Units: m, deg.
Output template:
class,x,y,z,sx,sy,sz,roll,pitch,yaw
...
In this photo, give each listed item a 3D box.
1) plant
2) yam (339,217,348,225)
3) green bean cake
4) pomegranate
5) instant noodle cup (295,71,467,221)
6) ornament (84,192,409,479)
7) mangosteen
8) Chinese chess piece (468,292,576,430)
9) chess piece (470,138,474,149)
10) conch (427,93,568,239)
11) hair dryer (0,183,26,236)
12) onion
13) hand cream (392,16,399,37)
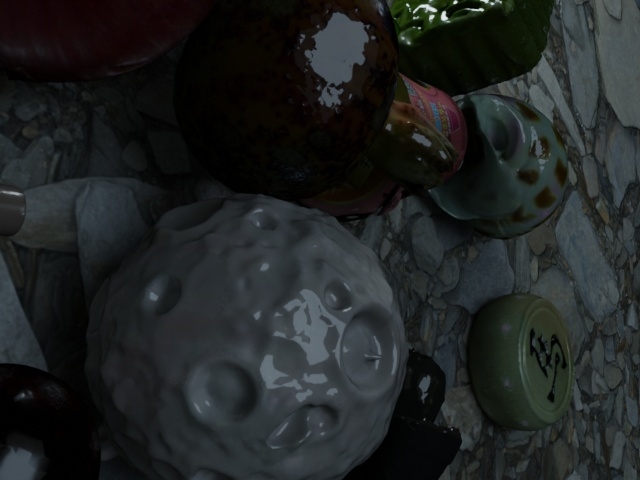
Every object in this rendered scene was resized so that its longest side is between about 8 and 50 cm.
class,x,y,z,sx,sy,sz,roll,pitch,yaw
plant,0.096,0.272,1.102,0.142,0.164,0.255,24,79,-39
yam,0.000,0.000,1.148,0.033,0.027,0.129,57,47,-22
green bean cake,0.240,-0.366,1.322,0.156,0.250,0.246,47,47,-32
pomegranate,0.008,-0.156,0.902,0.341,0.285,0.284,25,61,-16
instant noodle cup,0.090,-0.151,1.151,0.255,0.244,0.243,-8,88,-55
ornament,-0.066,0.117,0.837,0.337,0.337,0.336,13,72,-46
mangosteen,-0.286,0.193,0.673,0.210,0.210,0.209,13,72,-46
Chinese chess piece,0.371,0.220,1.459,0.250,0.101,0.250,13,73,-47
chess piece,0.287,-0.197,1.502,0.084,0.038,0.083,16,68,-46
conch,0.300,-0.117,1.389,0.197,0.250,0.367,-97,169,-59
hair dryer,-0.377,-0.120,0.748,0.195,0.054,0.220,12,66,-47
onion,-0.248,-0.321,0.782,0.348,0.285,0.347,0,90,-5
hand cream,0.079,-0.297,1.185,0.275,0.050,0.078,-89,-173,-79
